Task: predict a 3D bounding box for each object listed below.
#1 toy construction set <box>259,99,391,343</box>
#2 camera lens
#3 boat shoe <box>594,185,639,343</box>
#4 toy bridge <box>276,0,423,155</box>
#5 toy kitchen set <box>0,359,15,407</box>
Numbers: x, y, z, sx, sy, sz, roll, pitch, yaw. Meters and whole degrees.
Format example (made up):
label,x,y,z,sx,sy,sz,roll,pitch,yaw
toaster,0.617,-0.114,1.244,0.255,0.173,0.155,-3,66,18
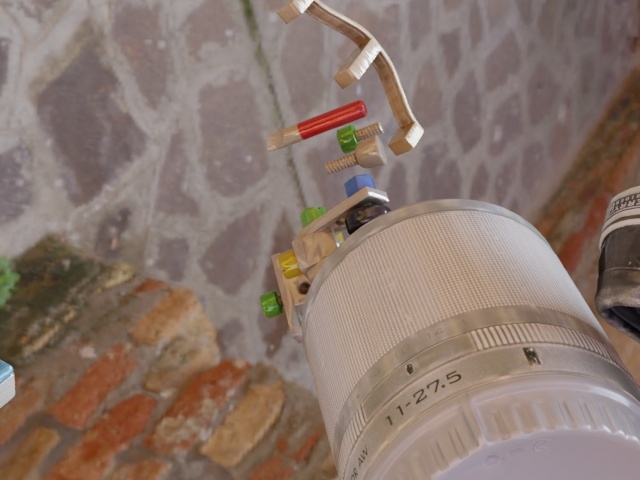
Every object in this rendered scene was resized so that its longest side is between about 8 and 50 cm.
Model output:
label,x,y,z,sx,sy,sz,roll,pitch,yaw
toy construction set,0.000,0.000,1.384,0.257,0.237,0.309,-26,98,-75
camera lens,0.110,0.116,0.783,0.274,0.219,0.219,-108,-178,-55
boat shoe,0.301,0.084,0.706,0.306,0.113,0.105,36,58,-26
toy bridge,0.035,-0.171,1.009,0.188,0.026,0.063,49,48,-17
toy kitchen set,-0.414,0.126,1.021,0.207,0.122,0.166,-45,153,-47
